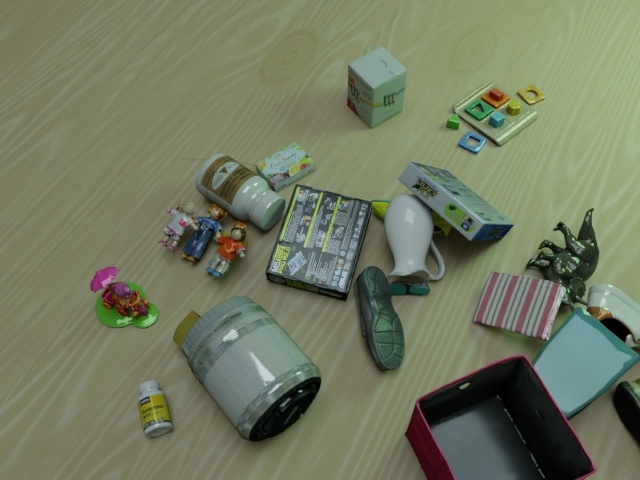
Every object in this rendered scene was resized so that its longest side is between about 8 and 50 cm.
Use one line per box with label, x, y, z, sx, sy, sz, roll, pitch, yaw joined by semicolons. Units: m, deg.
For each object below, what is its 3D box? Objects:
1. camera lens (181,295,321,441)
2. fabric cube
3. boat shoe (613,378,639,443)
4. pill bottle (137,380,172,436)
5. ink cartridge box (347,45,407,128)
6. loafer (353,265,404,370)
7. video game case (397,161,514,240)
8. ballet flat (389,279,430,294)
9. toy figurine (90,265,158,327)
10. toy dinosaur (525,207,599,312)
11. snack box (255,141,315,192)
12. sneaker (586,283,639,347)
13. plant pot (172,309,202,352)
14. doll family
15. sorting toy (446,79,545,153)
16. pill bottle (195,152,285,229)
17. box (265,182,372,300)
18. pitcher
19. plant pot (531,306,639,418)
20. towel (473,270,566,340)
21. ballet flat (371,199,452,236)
camera lens;-0.150;0.287;1.421;0.219;0.219;0.274;-36;64;-18
fabric cube;0.347;0.428;1.302;0.254;0.258;0.259;-21;61;-10
boat shoe;0.766;0.441;1.364;0.120;0.122;0.324;-13;60;-10
pill bottle;-0.383;0.384;1.459;0.065;0.065;0.116;-18;59;-9
ink cartridge box;0.164;-0.453;1.885;0.127;0.176;0.128;-31;63;-16
loafer;0.138;0.197;1.564;0.096;0.084;0.267;9;58;-30
video game case;0.353;-0.097;1.635;0.244;0.270;0.061;45;112;23
ballet flat;0.221;0.118;1.625;0.114;0.041;0.041;2;59;3
toy figurine;-0.493;0.133;1.559;0.173;0.159;0.130;23;62;14
toy dinosaur;0.636;0.054;1.622;0.160;0.121;0.313;37;61;8
snack box;-0.101;-0.211;1.827;0.141;0.037;0.100;-32;62;-17
sneaker;0.733;0.222;1.478;0.290;0.106;0.123;29;62;-6
plant pot;-0.307;0.234;1.543;0.083;0.081;0.081;-40;65;-7
doll family;-0.286;-0.008;1.675;0.263;0.118;0.163;27;82;21
sorting toy;0.531;-0.396;1.917;0.348;0.047;0.196;-36;64;-19
pill bottle;-0.214;-0.129;1.726;0.229;0.131;0.131;33;65;19
box;0.000;0.000;1.657;0.216;0.060;0.270;13;67;8
pitcher;0.245;-0.002;1.622;0.178;0.125;0.207;8;75;-35
plant pot;0.551;0.305;1.431;0.234;0.165;0.166;-39;65;-14
towel;0.477;0.156;1.539;0.197;0.029;0.144;11;69;43
ballet flat;0.240;-0.056;1.708;0.231;0.077;0.077;10;76;5
